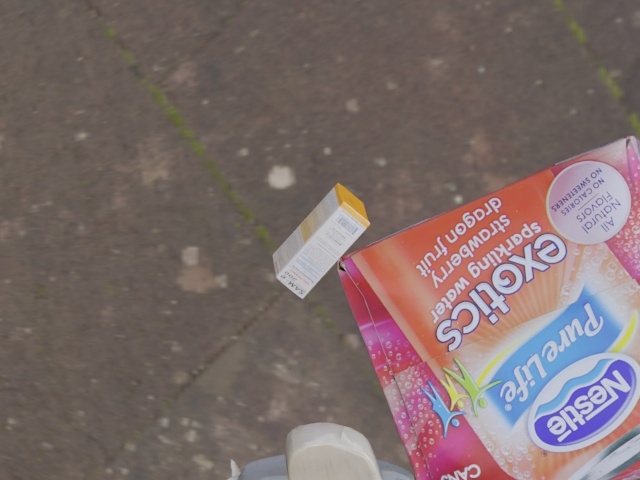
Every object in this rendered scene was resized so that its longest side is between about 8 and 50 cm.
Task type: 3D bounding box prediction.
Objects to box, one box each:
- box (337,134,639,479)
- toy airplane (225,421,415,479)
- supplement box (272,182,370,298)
[{"bbox_3d":[0.118,0.044,0.698,0.128,0.257,0.123,-23,80,15],"label":"box"},{"bbox_3d":[0.027,0.325,1.302,0.384,0.272,0.386,19,111,-37],"label":"toy airplane"},{"bbox_3d":[0.000,0.000,1.488,0.036,0.062,0.098,39,103,-16],"label":"supplement box"}]
